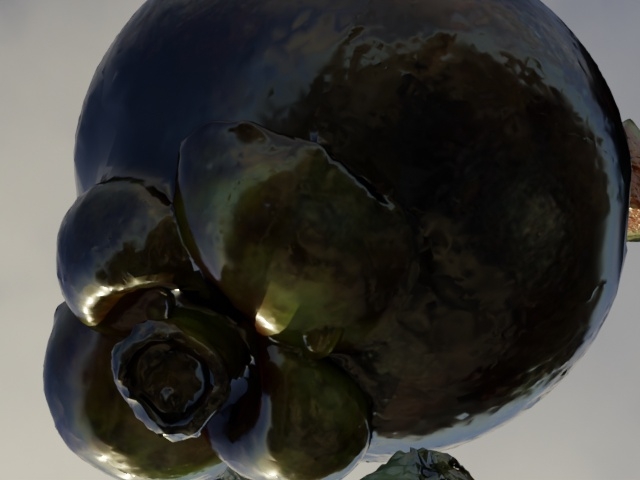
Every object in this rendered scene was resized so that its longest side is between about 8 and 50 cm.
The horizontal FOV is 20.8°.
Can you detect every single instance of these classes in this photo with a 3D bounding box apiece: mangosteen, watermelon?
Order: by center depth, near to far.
[{"bbox_3d":[0.006,-0.011,0.945,0.330,0.330,0.330,-16,-51,-20],"label":"mangosteen"},{"bbox_3d":[0.272,-0.048,1.698,0.135,0.125,0.094,-20,-14,7],"label":"watermelon"}]

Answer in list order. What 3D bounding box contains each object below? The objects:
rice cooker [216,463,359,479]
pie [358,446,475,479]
[{"bbox_3d":[-0.039,0.153,1.447,0.127,0.145,0.206,-26,3,42],"label":"rice cooker"},{"bbox_3d":[0.071,0.175,0.539,0.054,0.240,0.240,-27,-47,5],"label":"pie"}]
